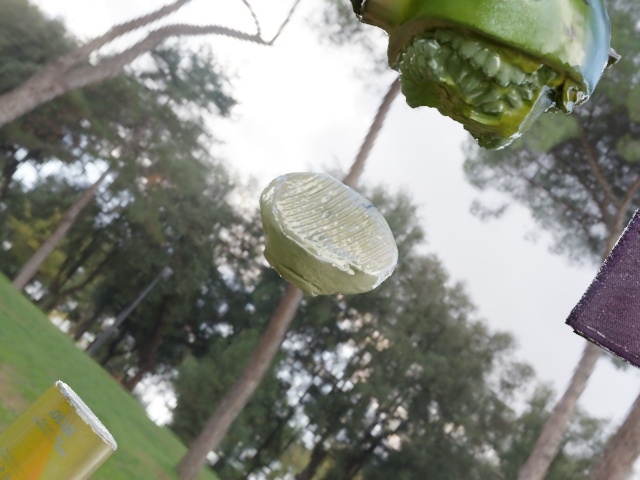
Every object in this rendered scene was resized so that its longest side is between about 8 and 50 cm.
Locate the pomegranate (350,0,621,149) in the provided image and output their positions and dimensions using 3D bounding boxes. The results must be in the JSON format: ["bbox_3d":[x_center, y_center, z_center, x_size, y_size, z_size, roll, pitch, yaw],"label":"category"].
[{"bbox_3d":[0.169,-0.251,1.143,0.340,0.261,0.260,26,-13,-12],"label":"pomegranate"}]

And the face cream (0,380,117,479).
[{"bbox_3d":[-0.405,0.323,1.309,0.139,0.285,0.067,39,-11,32],"label":"face cream"}]

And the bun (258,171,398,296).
[{"bbox_3d":[0.000,0.000,1.578,0.237,0.210,0.116,38,-49,8],"label":"bun"}]

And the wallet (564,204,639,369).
[{"bbox_3d":[0.338,0.045,1.039,0.111,0.166,0.030,30,5,-9],"label":"wallet"}]
